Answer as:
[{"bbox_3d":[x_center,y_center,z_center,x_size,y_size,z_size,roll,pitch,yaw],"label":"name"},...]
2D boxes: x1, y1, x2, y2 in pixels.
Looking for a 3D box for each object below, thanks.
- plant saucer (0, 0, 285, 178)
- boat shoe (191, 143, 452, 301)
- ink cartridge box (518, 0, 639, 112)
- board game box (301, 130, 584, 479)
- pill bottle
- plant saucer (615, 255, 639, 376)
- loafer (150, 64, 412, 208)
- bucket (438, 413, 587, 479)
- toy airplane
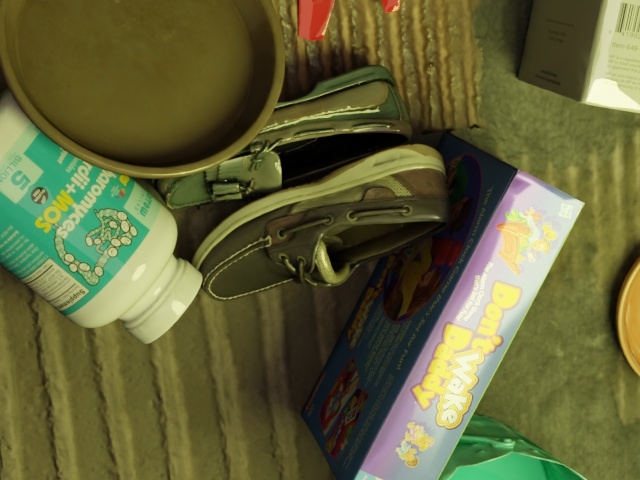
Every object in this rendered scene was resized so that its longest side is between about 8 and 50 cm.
[{"bbox_3d":[-0.170,-0.184,1.341,0.277,0.041,0.278,6,70,-18],"label":"plant saucer"},{"bbox_3d":[0.000,0.000,1.407,0.285,0.092,0.103,-24,146,16],"label":"boat shoe"},{"bbox_3d":[0.342,-0.266,1.408,0.198,0.197,0.270,8,101,-13],"label":"ink cartridge box"},{"bbox_3d":[0.110,0.077,1.421,0.078,0.233,0.347,25,97,-16],"label":"board game box"},{"bbox_3d":[-0.241,-0.015,1.371,0.264,0.146,0.146,41,92,-18],"label":"pill bottle"},{"bbox_3d":[0.421,0.077,1.589,0.199,0.037,0.200,-3,104,-12],"label":"plant saucer"},{"bbox_3d":[-0.035,-0.089,1.412,0.267,0.096,0.084,-25,68,-7],"label":"loafer"},{"bbox_3d":[0.164,0.327,1.517,0.281,0.183,0.281,-3,103,-11],"label":"bucket"},{"bbox_3d":[0.025,-0.269,1.429,0.151,0.028,0.151,-3,105,-11],"label":"toy airplane"}]
